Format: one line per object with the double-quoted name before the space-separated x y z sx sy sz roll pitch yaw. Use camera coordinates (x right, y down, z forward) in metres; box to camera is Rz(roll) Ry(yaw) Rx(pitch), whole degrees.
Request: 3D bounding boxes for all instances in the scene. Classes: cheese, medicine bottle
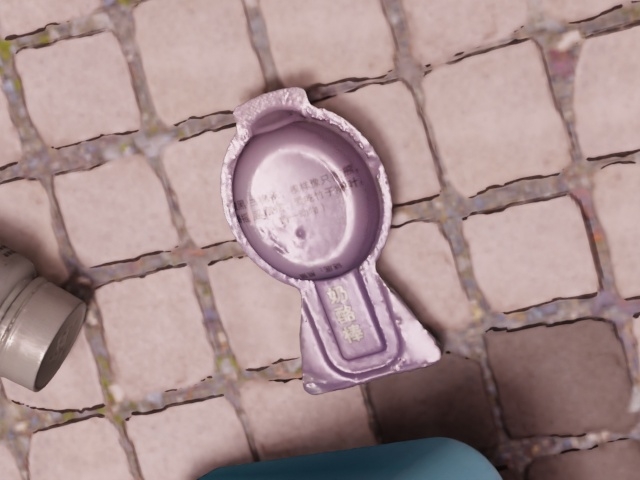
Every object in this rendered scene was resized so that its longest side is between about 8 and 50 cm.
"cheese" 0.000 0.000 0.874 0.105 0.042 0.191 -16 101 18
"medicine bottle" -0.221 0.038 0.915 0.130 0.080 0.080 29 109 4

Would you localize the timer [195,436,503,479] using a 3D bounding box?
"timer" 0.029 0.238 0.881 0.250 0.091 0.232 -10 107 52
